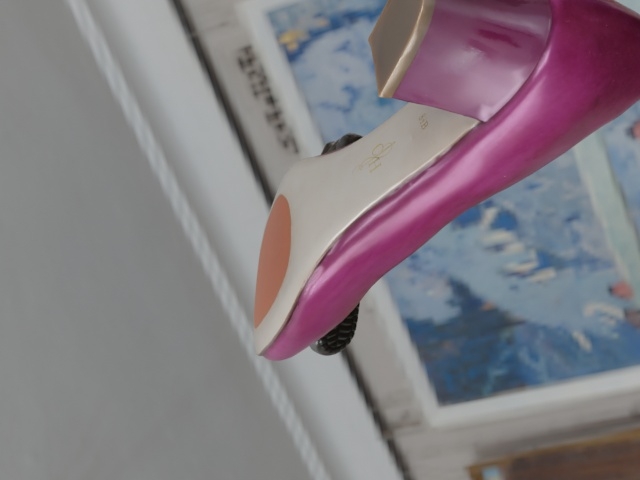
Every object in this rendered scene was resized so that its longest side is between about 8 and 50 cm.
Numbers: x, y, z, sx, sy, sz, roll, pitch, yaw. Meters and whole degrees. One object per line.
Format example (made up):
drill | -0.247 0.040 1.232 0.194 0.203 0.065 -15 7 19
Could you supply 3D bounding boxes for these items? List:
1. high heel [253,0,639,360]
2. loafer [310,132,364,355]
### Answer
high heel | 0.079 -0.022 1.027 0.181 0.377 0.127 11 -127 -18
loafer | 0.000 0.000 1.505 0.080 0.078 0.220 6 -83 -51
